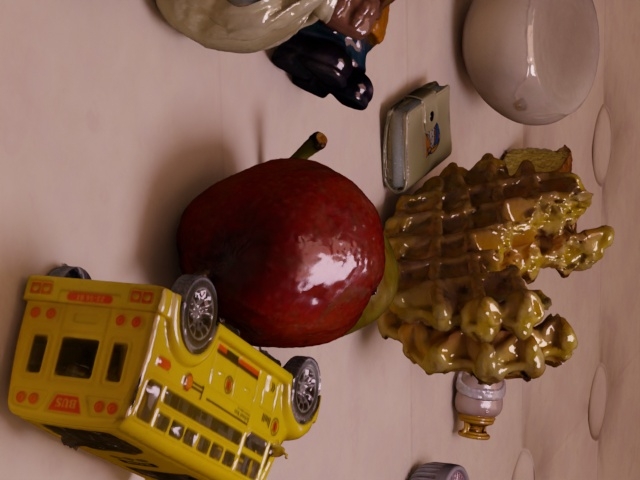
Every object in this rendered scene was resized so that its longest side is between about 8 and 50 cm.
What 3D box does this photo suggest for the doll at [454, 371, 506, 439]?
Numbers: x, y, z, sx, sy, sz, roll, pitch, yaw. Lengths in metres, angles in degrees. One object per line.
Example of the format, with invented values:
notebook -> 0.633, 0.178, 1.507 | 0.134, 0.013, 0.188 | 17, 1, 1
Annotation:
doll -> 0.224, 0.215, 2.221 | 0.084, 0.073, 0.127 | -158, -105, -80

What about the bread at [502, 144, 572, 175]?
bread -> 0.308, -0.086, 2.303 | 0.187, 0.103, 0.065 | -52, 139, -54

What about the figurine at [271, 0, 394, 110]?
figurine -> 0.044, -0.319, 1.639 | 0.332, 0.204, 0.185 | -54, 154, -1

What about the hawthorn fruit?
hawthorn fruit -> -0.052, 0.015, 1.446 | 0.251, 0.189, 0.189 | -6, 100, -48

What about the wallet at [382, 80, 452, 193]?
wallet -> 0.121, -0.133, 1.951 | 0.155, 0.039, 0.110 | -38, 131, -59

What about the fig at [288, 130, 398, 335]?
fig -> -0.004, 0.014, 1.602 | 0.186, 0.148, 0.142 | 44, 60, -11

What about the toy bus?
toy bus -> -0.122, 0.132, 1.323 | 0.330, 0.144, 0.152 | 43, 54, -59

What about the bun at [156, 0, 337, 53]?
bun -> -0.053, -0.276, 1.412 | 0.229, 0.145, 0.229 | 8, 90, -67

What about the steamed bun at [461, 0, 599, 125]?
steamed bun -> 0.275, -0.273, 2.143 | 0.232, 0.145, 0.232 | -3, 94, -52

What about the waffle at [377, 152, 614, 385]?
waffle -> 0.200, 0.033, 1.883 | 0.324, 0.261, 0.151 | -59, 147, -50

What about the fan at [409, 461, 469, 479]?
fan -> 0.132, 0.368, 2.020 | 0.244, 0.074, 0.130 | -19, 112, -64

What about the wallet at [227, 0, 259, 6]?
wallet -> -0.090, -0.367, 1.257 | 0.252, 0.083, 0.360 | -39, 105, -51
